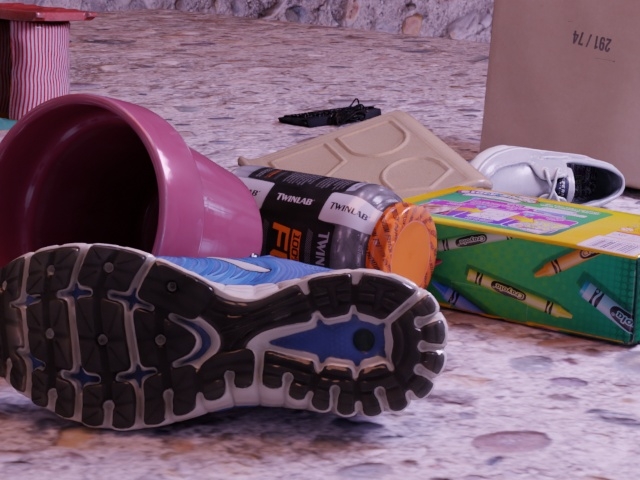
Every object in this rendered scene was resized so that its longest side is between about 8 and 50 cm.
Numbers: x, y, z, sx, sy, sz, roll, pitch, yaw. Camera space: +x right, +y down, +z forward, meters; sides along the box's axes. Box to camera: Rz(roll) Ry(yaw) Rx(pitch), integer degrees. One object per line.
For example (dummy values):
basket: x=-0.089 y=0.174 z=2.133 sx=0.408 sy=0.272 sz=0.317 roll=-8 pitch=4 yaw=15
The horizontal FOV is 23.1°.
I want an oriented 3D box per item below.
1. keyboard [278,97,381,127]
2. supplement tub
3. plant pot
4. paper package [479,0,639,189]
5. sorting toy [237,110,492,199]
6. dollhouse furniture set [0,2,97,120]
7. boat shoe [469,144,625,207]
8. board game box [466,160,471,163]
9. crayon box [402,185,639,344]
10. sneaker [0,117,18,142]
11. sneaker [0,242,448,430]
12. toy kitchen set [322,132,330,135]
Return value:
keyboard: x=0.027 y=-0.208 z=2.478 sx=0.100 sy=0.038 sz=0.192 roll=12 pitch=17 yaw=37
supplement tub: x=0.000 y=0.000 z=1.392 sx=0.190 sy=0.117 sz=0.117 roll=10 pitch=15 yaw=33
plant pot: x=-0.150 y=-0.010 z=1.290 sx=0.201 sy=0.201 sz=0.180 roll=11 pitch=1 yaw=34
paper package: x=0.389 y=-0.231 z=2.024 sx=0.324 sy=0.310 sz=0.168 roll=15 pitch=14 yaw=43
sorting toy: x=0.066 y=-0.048 z=1.705 sx=0.229 sy=0.041 sz=0.307 roll=-16 pitch=32 yaw=-18
dollhouse furniture set: x=-0.458 y=-0.186 z=1.938 sx=0.152 sy=0.201 sz=0.374 roll=10 pitch=15 yaw=32
boat shoe: x=0.265 y=-0.070 z=1.818 sx=0.227 sy=0.079 sz=0.081 roll=-4 pitch=10 yaw=-39
board game box: x=0.114 y=-0.066 z=1.849 sx=0.141 sy=0.048 sz=0.170 roll=11 pitch=15 yaw=29
crayon box: x=0.196 y=0.016 z=1.430 sx=0.278 sy=0.081 sz=0.165 roll=11 pitch=15 yaw=35
sneaker: x=-0.422 y=-0.092 z=1.773 sx=0.121 sy=0.108 sz=0.302 roll=11 pitch=7 yaw=36
sneaker: x=-0.078 y=0.071 z=1.125 sx=0.330 sy=0.130 sz=0.147 roll=5 pitch=-1 yaw=0
toy kitchen set: x=0.011 y=-0.106 z=1.960 sx=0.083 sy=0.068 sz=0.075 roll=2 pitch=13 yaw=-2
